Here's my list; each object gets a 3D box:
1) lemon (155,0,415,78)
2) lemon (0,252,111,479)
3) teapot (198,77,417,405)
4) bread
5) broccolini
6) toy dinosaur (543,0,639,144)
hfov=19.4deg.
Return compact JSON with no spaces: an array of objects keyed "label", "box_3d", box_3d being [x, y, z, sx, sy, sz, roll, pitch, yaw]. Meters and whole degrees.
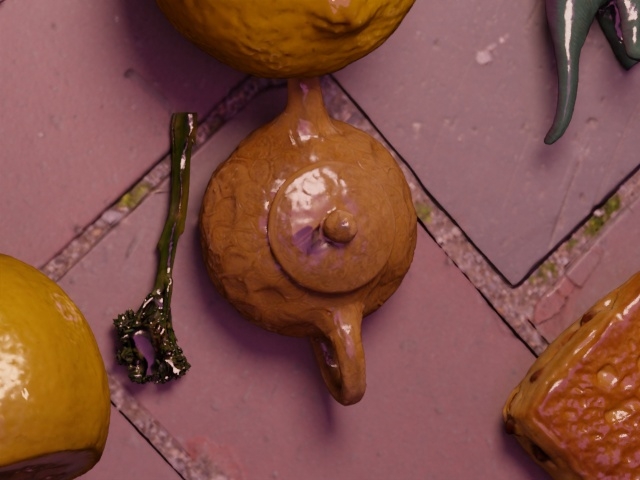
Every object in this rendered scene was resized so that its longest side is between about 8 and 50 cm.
[{"label":"lemon","box_3d":[-0.038,-0.274,1.634,0.253,0.310,0.253,-18,130,-23]},{"label":"lemon","box_3d":[-0.304,0.117,1.583,0.240,0.240,0.219,-15,74,-16]},{"label":"teapot","box_3d":[0.000,0.000,1.699,0.203,0.167,0.311,-10,94,-17]},{"label":"bread","box_3d":[0.314,0.154,1.833,0.210,0.099,0.235,43,85,-10]},{"label":"broccolini","box_3d":[-0.147,0.008,1.733,0.057,0.071,0.254,2,81,25]},{"label":"toy dinosaur","box_3d":[0.254,-0.338,1.821,0.383,0.129,0.331,-41,90,-11]}]
